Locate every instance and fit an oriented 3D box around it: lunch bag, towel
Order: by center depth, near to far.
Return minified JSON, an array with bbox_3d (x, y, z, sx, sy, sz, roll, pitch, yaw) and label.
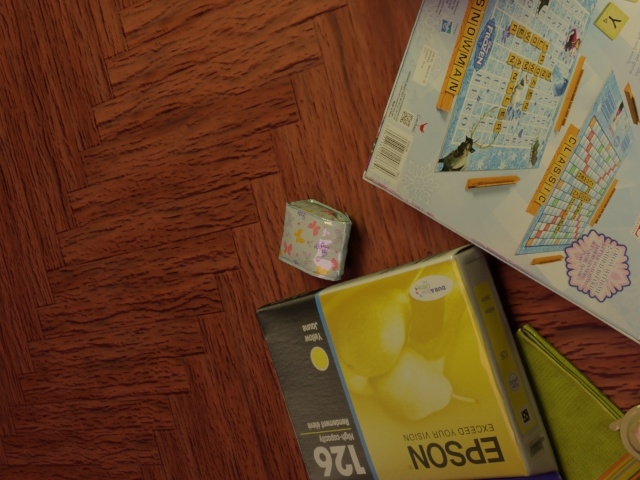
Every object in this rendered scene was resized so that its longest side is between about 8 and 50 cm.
[{"bbox_3d":[0.254,0.195,0.933,0.237,0.021,0.102,46,125,21],"label":"towel"},{"bbox_3d":[0.000,0.000,1.067,0.083,0.053,0.071,24,114,43],"label":"lunch bag"}]

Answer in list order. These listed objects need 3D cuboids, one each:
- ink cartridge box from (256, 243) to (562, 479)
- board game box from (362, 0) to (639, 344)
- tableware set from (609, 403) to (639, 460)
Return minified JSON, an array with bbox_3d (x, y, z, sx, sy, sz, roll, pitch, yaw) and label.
[{"bbox_3d":[0.088,0.184,1.026,0.303,0.072,0.307,-19,87,44],"label":"ink cartridge box"},{"bbox_3d":[0.219,-0.126,0.848,0.318,0.066,0.319,34,120,28],"label":"board game box"},{"bbox_3d":[0.344,0.176,0.843,0.141,0.020,0.169,-45,69,23],"label":"tableware set"}]
